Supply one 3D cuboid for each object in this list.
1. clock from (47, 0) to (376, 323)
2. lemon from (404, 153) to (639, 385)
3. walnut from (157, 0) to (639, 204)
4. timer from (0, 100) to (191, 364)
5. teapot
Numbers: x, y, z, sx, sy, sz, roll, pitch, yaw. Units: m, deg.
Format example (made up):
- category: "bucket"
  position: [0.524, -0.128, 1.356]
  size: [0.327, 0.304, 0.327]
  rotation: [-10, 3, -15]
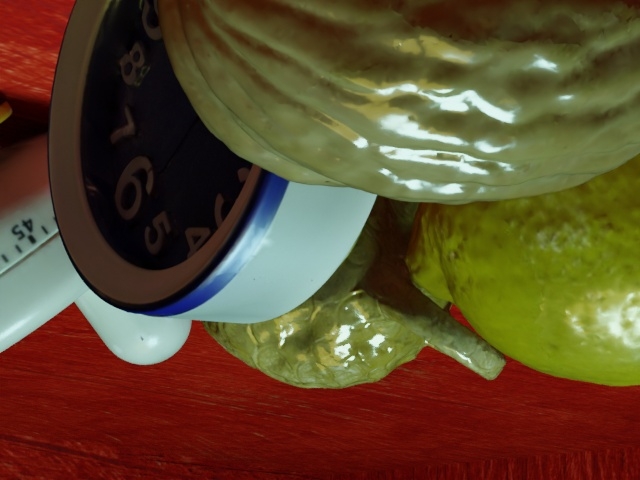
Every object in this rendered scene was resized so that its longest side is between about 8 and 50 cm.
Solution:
- category: "clock"
  position: [-0.055, -0.071, 1.028]
  size: [0.083, 0.230, 0.230]
  rotation: [12, 163, -37]
- category: "lemon"
  position: [0.196, -0.023, 1.224]
  size: [0.263, 0.236, 0.236]
  rotation: [9, 166, -5]
- category: "walnut"
  position: [0.053, -0.122, 0.828]
  size: [0.261, 0.225, 0.225]
  rotation: [5, 166, -26]
- category: "timer"
  position: [-0.230, 0.032, 1.472]
  size: [0.233, 0.240, 0.233]
  rotation: [-33, -170, 7]
- category: "teapot"
  position: [0.000, 0.000, 1.355]
  size: [0.311, 0.203, 0.167]
  rotation: [39, 180, 28]
